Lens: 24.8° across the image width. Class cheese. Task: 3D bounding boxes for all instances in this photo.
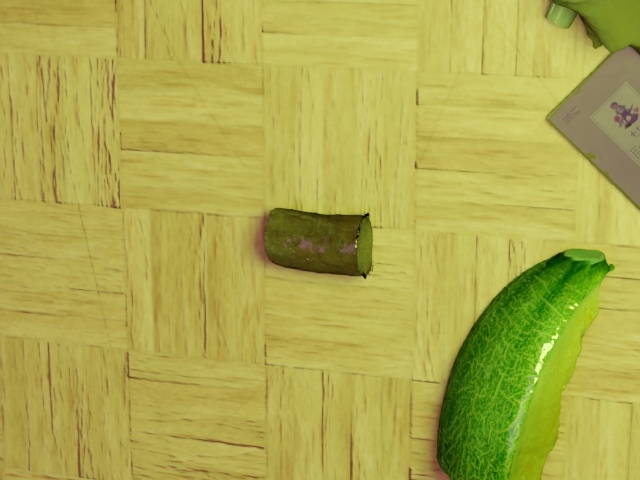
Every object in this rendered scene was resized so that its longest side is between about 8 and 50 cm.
[{"bbox_3d":[0.371,-0.266,1.603,0.175,0.091,0.202,-42,118,10],"label":"cheese"}]

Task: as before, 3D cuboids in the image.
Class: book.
[{"bbox_3d":[0.382,-0.121,1.706,0.198,0.016,0.138,45,113,2],"label":"book"}]

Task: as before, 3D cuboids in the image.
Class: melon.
[{"bbox_3d":[0.242,0.152,1.771,0.124,0.196,0.323,13,103,-23],"label":"melon"}]

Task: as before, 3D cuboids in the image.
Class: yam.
[{"bbox_3d":[0.001,0.002,1.829,0.127,0.084,0.084,6,106,20],"label":"yam"}]

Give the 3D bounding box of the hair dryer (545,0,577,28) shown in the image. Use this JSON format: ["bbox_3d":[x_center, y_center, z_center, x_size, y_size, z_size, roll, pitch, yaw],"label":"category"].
[{"bbox_3d":[0.253,-0.339,1.676,0.199,0.067,0.167,21,116,23],"label":"hair dryer"}]
